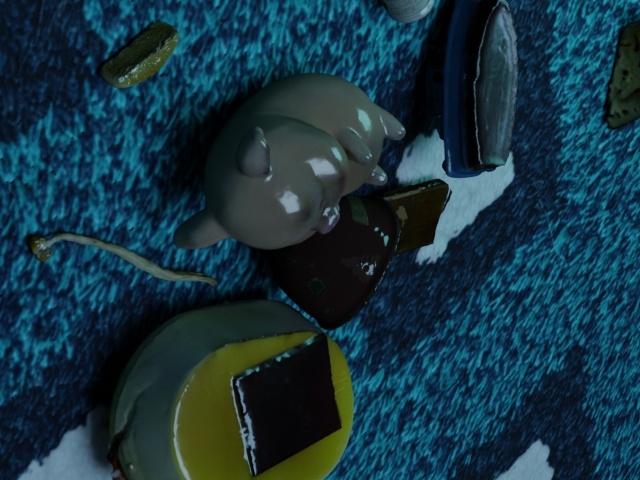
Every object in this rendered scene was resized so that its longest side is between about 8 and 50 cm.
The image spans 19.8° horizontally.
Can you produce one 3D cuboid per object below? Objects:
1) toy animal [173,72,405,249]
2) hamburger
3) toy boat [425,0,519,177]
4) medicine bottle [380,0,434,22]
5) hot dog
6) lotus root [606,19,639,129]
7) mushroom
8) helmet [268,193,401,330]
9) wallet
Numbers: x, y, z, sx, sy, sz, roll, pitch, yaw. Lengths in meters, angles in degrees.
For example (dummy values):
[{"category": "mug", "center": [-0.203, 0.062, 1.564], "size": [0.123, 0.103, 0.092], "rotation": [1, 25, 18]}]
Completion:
[{"category": "toy animal", "center": [-0.029, -0.082, 1.868], "size": [0.250, 0.154, 0.166], "rotation": [-42, 153, -53]}, {"category": "hamburger", "center": [-0.098, 0.178, 1.956], "size": [0.295, 0.151, 0.227], "rotation": [-3, 99, -43]}, {"category": "toy boat", "center": [0.170, -0.182, 2.101], "size": [0.100, 0.097, 0.223], "rotation": [-5, 99, -46]}, {"category": "medicine bottle", "center": [0.084, -0.280, 1.961], "size": [0.057, 0.057, 0.089], "rotation": [-52, 142, -15]}, {"category": "hot dog", "center": [-0.170, -0.171, 1.742], "size": [0.090, 0.030, 0.034], "rotation": [-44, 149, -24]}, {"category": "lotus root", "center": [0.450, -0.227, 2.419], "size": [0.135, 0.095, 0.159], "rotation": [-35, 142, -38]}, {"category": "mushroom", "center": [-0.191, 0.019, 1.846], "size": [0.286, 0.026, 0.028], "rotation": [11, 119, -55]}, {"category": "helmet", "center": [0.000, 0.000, 1.986], "size": [0.106, 0.175, 0.155], "rotation": [31, 122, -21]}, {"category": "wallet", "center": [0.083, -0.019, 2.153], "size": [0.176, 0.026, 0.095], "rotation": [-17, 130, -44]}]
